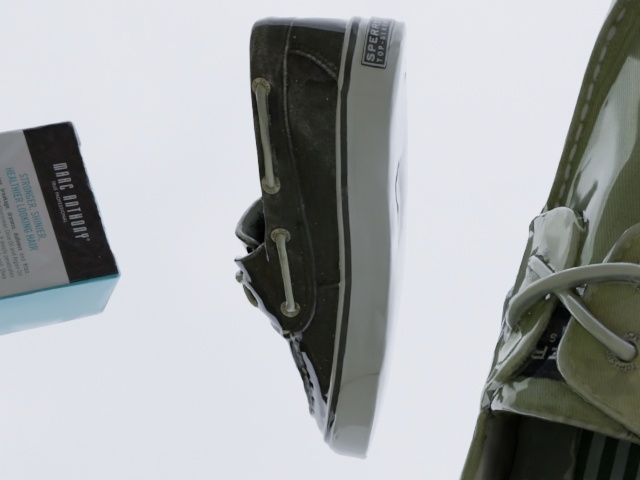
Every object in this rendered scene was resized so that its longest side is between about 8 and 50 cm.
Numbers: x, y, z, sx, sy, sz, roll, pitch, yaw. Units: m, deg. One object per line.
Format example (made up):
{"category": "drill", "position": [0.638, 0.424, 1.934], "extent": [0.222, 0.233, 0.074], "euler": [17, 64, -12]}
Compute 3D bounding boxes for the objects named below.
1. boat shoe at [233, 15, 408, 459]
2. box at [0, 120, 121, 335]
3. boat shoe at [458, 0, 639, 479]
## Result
{"category": "boat shoe", "position": [0.000, 0.000, 0.791], "extent": [0.070, 0.078, 0.219], "euler": [5, -57, 8]}
{"category": "box", "position": [-0.241, 0.010, 0.990], "extent": [0.060, 0.244, 0.100], "euler": [124, -50, -60]}
{"category": "boat shoe", "position": [0.094, 0.041, 0.501], "extent": [0.109, 0.094, 0.302], "euler": [4, -94, 48]}
